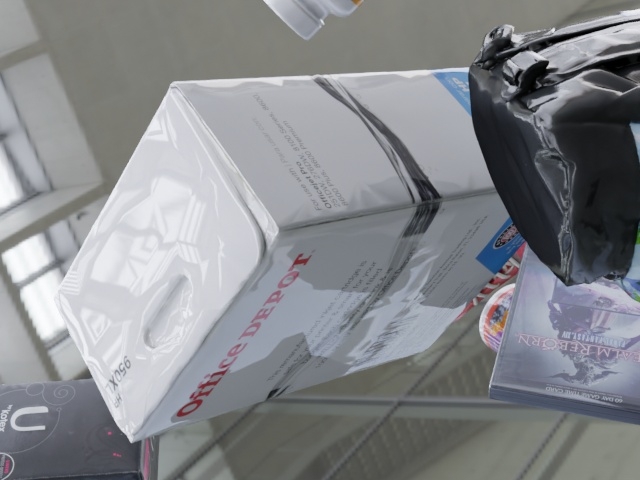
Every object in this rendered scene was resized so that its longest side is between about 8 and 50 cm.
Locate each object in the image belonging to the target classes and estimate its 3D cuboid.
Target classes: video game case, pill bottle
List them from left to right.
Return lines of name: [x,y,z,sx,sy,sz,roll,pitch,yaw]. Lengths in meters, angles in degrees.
pill bottle: [0.035,-0.445,1.688,0.272,0.152,0.152,-46,-48,10]
pill bottle: [0.320,0.144,1.519,0.108,0.193,0.108,-14,-61,-27]
video game case: [0.318,0.096,1.271,0.274,0.196,0.026,-64,-24,-47]

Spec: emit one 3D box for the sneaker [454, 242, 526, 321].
sneaker: [0.202,0.049,1.463,0.116,0.314,0.136,40,-141,-22]

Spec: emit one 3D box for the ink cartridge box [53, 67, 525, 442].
ink cartridge box: [0.000,0.000,0.992,0.395,0.285,0.166,-11,-123,-44]

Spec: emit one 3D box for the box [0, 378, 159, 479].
box: [-0.360,0.292,1.455,0.165,0.270,0.143,-96,3,-47]

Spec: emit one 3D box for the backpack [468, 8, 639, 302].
backpack: [0.315,-0.066,0.778,0.290,0.356,0.273,-103,-8,-74]
